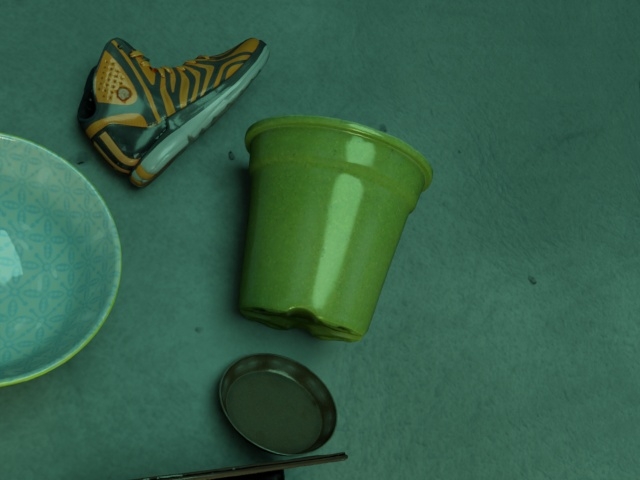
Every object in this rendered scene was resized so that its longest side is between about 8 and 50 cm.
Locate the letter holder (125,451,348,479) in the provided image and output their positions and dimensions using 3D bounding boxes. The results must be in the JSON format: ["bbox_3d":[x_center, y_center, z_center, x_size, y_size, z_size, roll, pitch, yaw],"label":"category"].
[{"bbox_3d":[-0.126,0.335,0.869,0.301,0.214,0.152,2,70,-30],"label":"letter holder"}]

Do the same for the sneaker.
[{"bbox_3d":[-0.215,-0.238,1.105,0.180,0.124,0.321,45,55,-9],"label":"sneaker"}]

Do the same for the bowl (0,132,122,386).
[{"bbox_3d":[-0.389,0.037,0.871,0.289,0.156,0.290,12,65,-27],"label":"bowl"}]

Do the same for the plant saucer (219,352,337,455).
[{"bbox_3d":[-0.059,0.225,1.033,0.168,0.029,0.168,17,36,-13],"label":"plant saucer"}]

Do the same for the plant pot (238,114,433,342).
[{"bbox_3d":[0.000,0.000,1.074,0.276,0.276,0.254,19,74,-23],"label":"plant pot"}]
